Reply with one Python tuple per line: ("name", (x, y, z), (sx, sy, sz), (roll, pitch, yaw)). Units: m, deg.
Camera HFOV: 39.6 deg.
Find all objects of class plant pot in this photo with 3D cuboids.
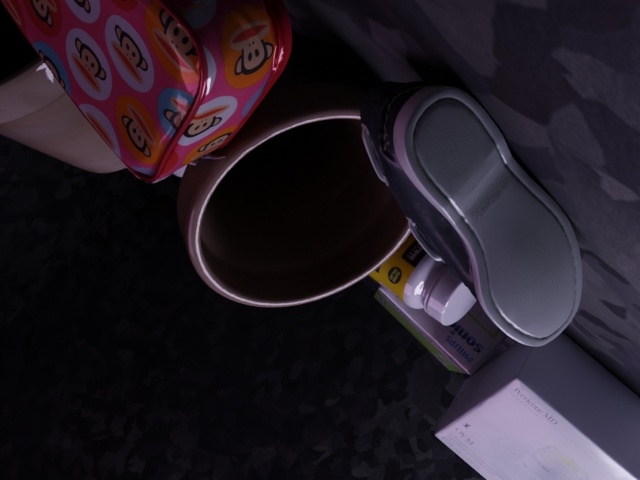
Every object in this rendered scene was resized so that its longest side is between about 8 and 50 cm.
("plant pot", (-0.336, -0.238, 1.180), (0.323, 0.323, 0.280), (38, 172, 36))
("plant pot", (-0.045, -0.097, 0.970), (0.263, 0.263, 0.229), (44, -166, -47))

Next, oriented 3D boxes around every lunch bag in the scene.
("lunch bag", (-0.174, -0.197, 0.748), (0.293, 0.120, 0.258), (54, 145, 4))

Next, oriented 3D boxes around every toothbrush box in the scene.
("toothbrush box", (0.209, 0.121, 1.562), (0.206, 0.122, 0.283), (44, 178, 6))

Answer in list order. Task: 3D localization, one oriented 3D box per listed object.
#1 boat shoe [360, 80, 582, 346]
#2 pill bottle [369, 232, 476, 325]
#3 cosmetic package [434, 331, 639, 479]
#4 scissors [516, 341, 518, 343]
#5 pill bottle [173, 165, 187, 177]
("boat shoe", (0.139, -0.025, 0.792), (0.091, 0.114, 0.302), (33, 160, 56))
("pill bottle", (0.130, 0.023, 1.281), (0.208, 0.119, 0.119), (38, 175, 29))
("cosmetic package", (0.334, 0.276, 1.316), (0.224, 0.138, 0.224), (40, 137, 2))
("scissors", (0.369, 0.187, 1.594), (0.109, 0.021, 0.297), (49, 180, 42))
("pill bottle", (-0.249, -0.232, 1.541), (0.334, 0.188, 0.188), (42, 176, -19))
